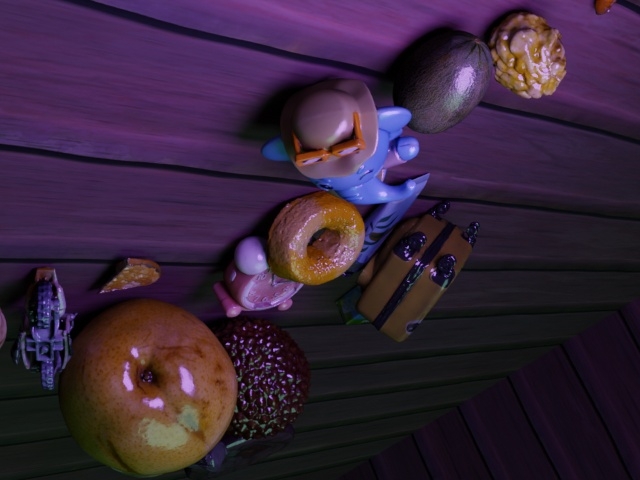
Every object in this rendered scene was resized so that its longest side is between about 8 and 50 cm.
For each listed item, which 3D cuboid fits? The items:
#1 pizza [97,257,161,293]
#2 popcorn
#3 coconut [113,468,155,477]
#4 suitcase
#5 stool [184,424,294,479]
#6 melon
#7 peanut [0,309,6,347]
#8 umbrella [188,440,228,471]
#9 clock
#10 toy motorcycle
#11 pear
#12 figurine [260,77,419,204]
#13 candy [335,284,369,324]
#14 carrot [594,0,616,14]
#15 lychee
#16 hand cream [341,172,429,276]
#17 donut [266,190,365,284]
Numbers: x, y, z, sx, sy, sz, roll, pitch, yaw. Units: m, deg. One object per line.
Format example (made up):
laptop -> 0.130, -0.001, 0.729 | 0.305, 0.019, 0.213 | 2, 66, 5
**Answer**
pizza -> -0.311, 0.055, 1.605 | 0.108, 0.026, 0.123 | -24, 161, 8
popcorn -> 0.287, -0.257, 1.390 | 0.106, 0.120, 0.116 | -51, -176, -34
coconut -> -0.351, 0.385, 2.106 | 0.237, 0.197, 0.237 | -24, 156, -11
suitcase -> 0.171, 0.054, 1.892 | 0.235, 0.143, 0.194 | -57, 174, 35
stool -> -0.212, 0.431, 2.376 | 0.272, 0.178, 0.272 | -21, 158, -9
melon -> 0.159, -0.209, 1.362 | 0.114, 0.114, 0.167 | -6, 153, -38
peanut -> -0.525, 0.131, 1.430 | 0.224, 0.129, 0.129 | -28, 160, 36
umbrella -> -0.363, 0.456, 2.244 | 0.337, 0.067, 0.073 | 2, -152, 26
clock -> -0.093, 0.045, 1.740 | 0.166, 0.093, 0.162 | -4, 142, -38
toy motorcycle -> -0.422, 0.125, 1.555 | 0.094, 0.130, 0.229 | 3, 138, -10
pear -> -0.285, 0.245, 1.699 | 0.314, 0.314, 0.314 | -21, 158, -9
figurine -> 0.044, -0.129, 1.380 | 0.180, 0.154, 0.262 | 14, 179, 32
candy -> 0.132, 0.107, 2.143 | 0.097, 0.062, 0.194 | -1, 148, -48
carrot -> 0.397, -0.359, 1.337 | 0.061, 0.061, 0.257 | -24, 161, -1
lychee -> -0.144, 0.255, 1.984 | 0.271, 0.271, 0.271 | -21, 158, -9
hand cream -> 0.101, -0.025, 1.818 | 0.091, 0.058, 0.271 | -20, 158, -42
donut -> 0.000, 0.000, 1.659 | 0.178, 0.065, 0.162 | -25, 129, -25
